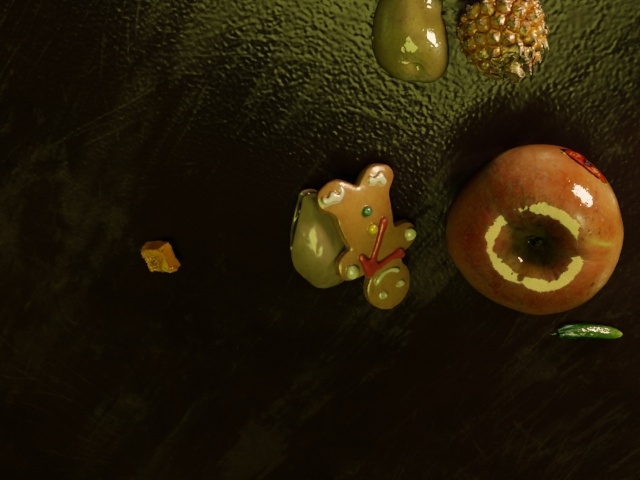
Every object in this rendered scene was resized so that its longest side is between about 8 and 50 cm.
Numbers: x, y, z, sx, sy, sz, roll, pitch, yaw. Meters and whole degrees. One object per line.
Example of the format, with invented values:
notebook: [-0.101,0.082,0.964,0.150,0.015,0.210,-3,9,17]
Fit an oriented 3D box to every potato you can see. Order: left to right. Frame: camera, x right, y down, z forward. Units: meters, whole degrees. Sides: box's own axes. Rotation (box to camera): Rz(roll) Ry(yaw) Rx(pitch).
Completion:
potato: [0.167,-0.388,1.265,0.157,0.157,0.194,4,109,6]

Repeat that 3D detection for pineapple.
pineapple: [0.333,-0.337,1.242,0.161,0.137,0.176,-12,155,11]

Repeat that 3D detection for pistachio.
pistachio: [0.000,0.000,1.548,0.153,0.138,0.238,-24,113,-7]

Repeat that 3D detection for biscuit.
biscuit: [0.122,0.004,1.511,0.216,0.047,0.340,-25,114,-20]

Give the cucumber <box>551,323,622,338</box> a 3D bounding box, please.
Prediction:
cucumber: [0.630,0.215,1.641,0.168,0.039,0.039,1,122,5]

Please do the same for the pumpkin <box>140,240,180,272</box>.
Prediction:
pumpkin: [-0.385,0.037,1.680,0.083,0.054,0.074,1,121,34]

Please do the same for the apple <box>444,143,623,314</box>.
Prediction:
apple: [0.424,-0.030,1.371,0.338,0.305,0.338,7,114,17]
